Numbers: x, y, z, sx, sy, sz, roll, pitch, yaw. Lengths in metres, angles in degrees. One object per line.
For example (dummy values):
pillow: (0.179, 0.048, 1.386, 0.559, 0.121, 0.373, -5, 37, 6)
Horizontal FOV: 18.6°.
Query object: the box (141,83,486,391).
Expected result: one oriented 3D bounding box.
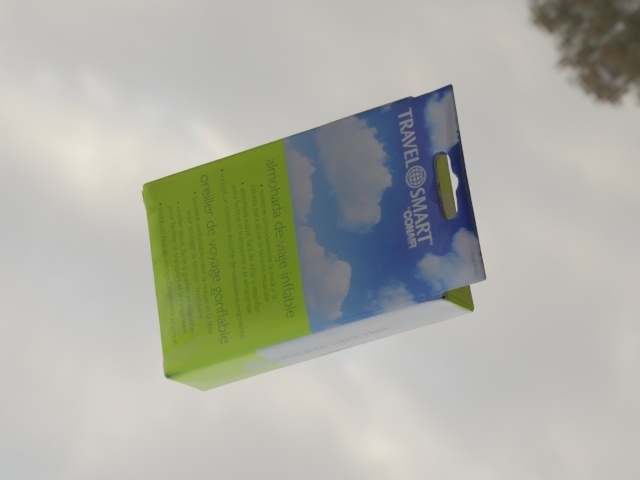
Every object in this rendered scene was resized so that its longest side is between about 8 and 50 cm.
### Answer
box: (0.000, 0.000, 0.980, 0.042, 0.178, 0.109, 29, -132, -59)
